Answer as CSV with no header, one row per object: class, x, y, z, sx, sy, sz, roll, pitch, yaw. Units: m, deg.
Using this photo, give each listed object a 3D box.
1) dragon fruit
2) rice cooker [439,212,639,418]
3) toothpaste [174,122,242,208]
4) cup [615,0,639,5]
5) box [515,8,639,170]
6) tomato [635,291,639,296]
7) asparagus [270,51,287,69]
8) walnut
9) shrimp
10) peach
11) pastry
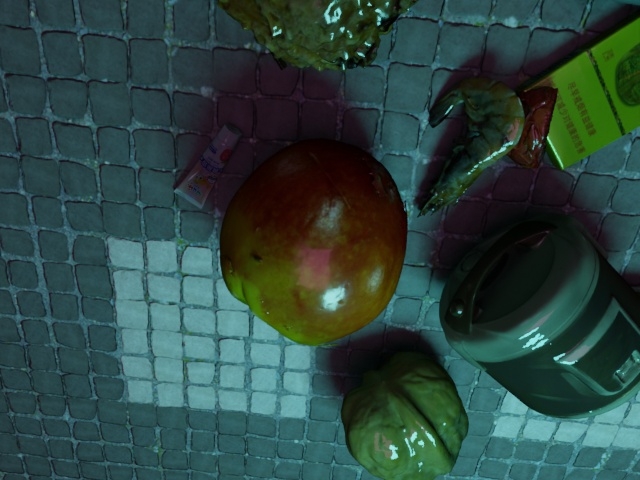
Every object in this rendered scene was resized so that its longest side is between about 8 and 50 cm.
dragon fruit,0.365,-0.198,0.807,0.106,0.083,0.162,17,139,26
rice cooker,0.426,0.137,0.844,0.325,0.335,0.335,41,109,-14
toothpaste,-0.229,-0.153,0.894,0.067,0.043,0.194,33,117,-15
cup,0.581,-0.430,0.616,0.312,0.205,0.205,18,115,15
box,0.558,-0.297,0.794,0.335,0.047,0.187,-32,109,16
tomato,0.685,0.217,0.992,0.237,0.095,0.236,-1,112,-2
asparagus,-0.103,-0.374,0.802,0.018,0.015,0.127,-32,109,13
walnut,0.193,0.414,1.009,0.282,0.253,0.276,-25,117,9
shrimp,0.252,-0.176,0.842,0.169,0.058,0.296,55,130,21
peach,0.000,0.000,0.798,0.370,0.370,0.370,1,114,2
pastry,-0.020,-0.461,0.599,0.405,0.292,0.337,39,138,-4
